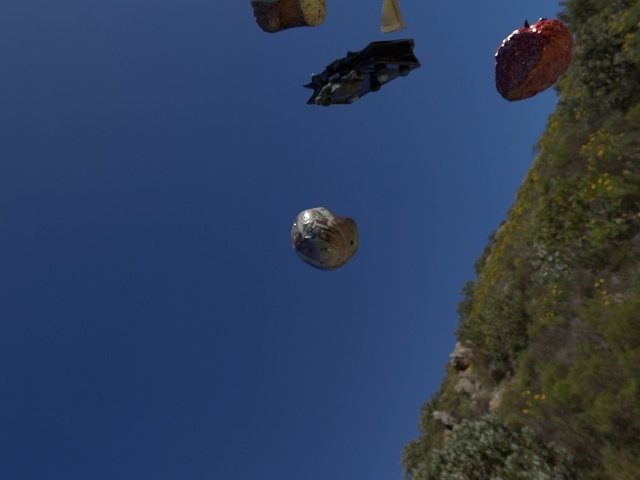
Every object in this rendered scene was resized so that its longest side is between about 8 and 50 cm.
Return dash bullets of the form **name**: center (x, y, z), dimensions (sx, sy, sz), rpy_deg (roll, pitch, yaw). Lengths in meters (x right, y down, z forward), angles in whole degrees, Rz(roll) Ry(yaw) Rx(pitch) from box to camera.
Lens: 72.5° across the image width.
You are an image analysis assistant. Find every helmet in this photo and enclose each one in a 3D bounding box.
- **helmet**: center (0.003, 0.010, 1.085), dimensions (0.107, 0.177, 0.153), rpy_deg (-66, -9, -56)

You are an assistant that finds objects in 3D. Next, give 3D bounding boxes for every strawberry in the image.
- **strawberry**: center (0.366, -0.304, 0.753), dimensions (0.131, 0.131, 0.148), rpy_deg (40, -130, -45)

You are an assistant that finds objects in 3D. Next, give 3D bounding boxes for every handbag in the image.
- **handbag**: center (0.112, -0.499, 1.337), dimensions (0.269, 0.326, 0.118), rpy_deg (-22, -84, -38)

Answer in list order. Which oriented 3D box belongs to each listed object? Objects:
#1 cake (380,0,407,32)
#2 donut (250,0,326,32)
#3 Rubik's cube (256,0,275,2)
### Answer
- **cake**: center (0.188, -0.634, 1.197), dimensions (0.052, 0.065, 0.121), rpy_deg (-41, -63, -49)
- **donut**: center (-0.078, -0.651, 1.200), dimensions (0.187, 0.144, 0.126), rpy_deg (-28, -53, -29)
- **Rubik's cube**: center (-0.089, -0.652, 0.811), dimensions (0.316, 0.322, 0.318), rpy_deg (-36, -56, -50)
